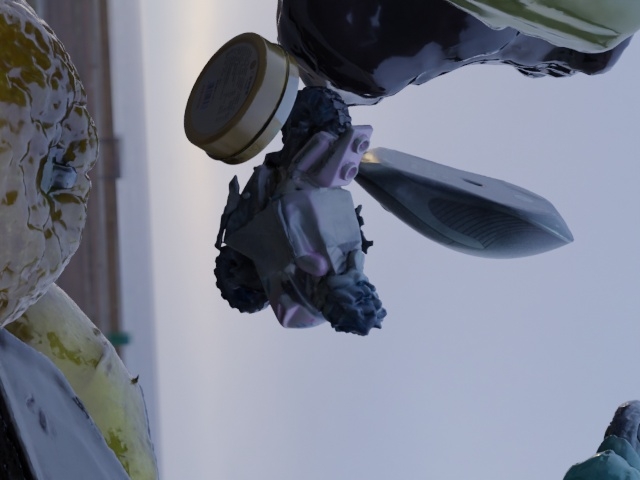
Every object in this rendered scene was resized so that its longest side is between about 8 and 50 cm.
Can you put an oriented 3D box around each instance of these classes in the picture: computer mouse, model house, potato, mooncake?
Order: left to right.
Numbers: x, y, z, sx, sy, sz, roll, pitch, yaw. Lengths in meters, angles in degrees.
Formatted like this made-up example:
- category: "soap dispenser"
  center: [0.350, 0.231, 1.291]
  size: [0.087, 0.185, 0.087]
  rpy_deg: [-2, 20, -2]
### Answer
- category: "model house"
  center: [-0.370, 0.286, 1.575]
  size: [0.317, 0.282, 0.297]
  rpy_deg: [46, 19, -53]
- category: "potato"
  center: [-0.396, 0.208, 1.867]
  size: [0.296, 0.289, 0.397]
  rpy_deg: [60, 15, -45]
- category: "computer mouse"
  center: [0.128, -0.051, 1.837]
  size: [0.167, 0.379, 0.090]
  rpy_deg: [-56, 166, -77]
- category: "mooncake"
  center: [0.125, -0.301, 1.495]
  size: [0.212, 0.381, 0.351]
  rpy_deg: [157, -66, -81]

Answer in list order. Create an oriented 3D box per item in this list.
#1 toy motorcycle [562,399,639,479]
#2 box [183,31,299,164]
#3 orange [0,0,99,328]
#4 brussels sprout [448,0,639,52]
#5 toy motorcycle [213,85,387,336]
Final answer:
- category: "toy motorcycle"
  center: [0.233, 0.279, 1.158]
  size: [0.198, 0.109, 0.297]
  rpy_deg: [-4, 94, -62]
- category: "box"
  center: [-0.064, -0.112, 1.175]
  size: [0.105, 0.037, 0.106]
  rpy_deg: [-32, -137, 36]
- category: "orange"
  center: [-0.324, -0.053, 0.937]
  size: [0.322, 0.357, 0.322]
  rpy_deg: [8, 90, -82]
- category: "brussels sprout"
  center: [0.075, -0.351, 0.931]
  size: [0.342, 0.361, 0.425]
  rpy_deg: [118, -19, -62]
- category: "toy motorcycle"
  center: [0.004, -0.001, 1.379]
  size: [0.204, 0.108, 0.239]
  rpy_deg: [42, -44, 31]
